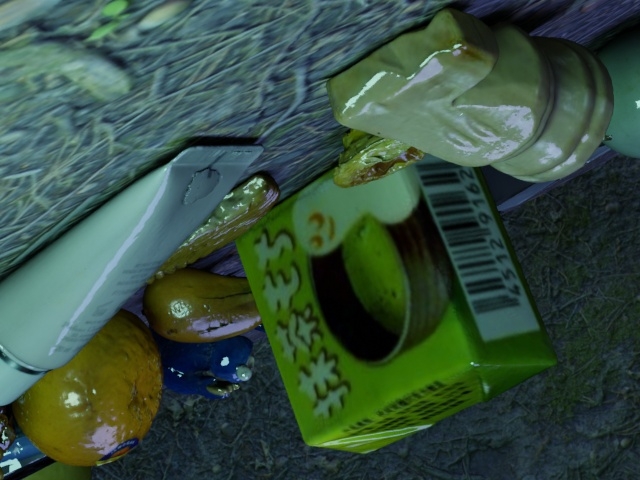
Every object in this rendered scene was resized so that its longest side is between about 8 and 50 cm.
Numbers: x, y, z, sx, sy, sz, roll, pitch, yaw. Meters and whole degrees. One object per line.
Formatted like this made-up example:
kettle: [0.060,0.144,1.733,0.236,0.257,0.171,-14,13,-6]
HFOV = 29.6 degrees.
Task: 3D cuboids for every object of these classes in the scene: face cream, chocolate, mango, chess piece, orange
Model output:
face cream: [-0.182,0.023,1.000,0.314,0.089,0.143,-38,169,19]
chocolate: [0.065,0.056,1.321,0.289,0.300,0.137,-32,159,36]
mango: [-0.130,0.082,1.427,0.159,0.084,0.105,9,158,-10]
chess piece: [0.128,-0.122,1.014,0.137,0.137,0.301,-31,161,33]
orange: [-0.253,0.155,1.316,0.155,0.177,0.178,19,-159,30]

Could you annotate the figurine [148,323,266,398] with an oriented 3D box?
figurine: [-0.146,0.117,1.553,0.164,0.120,0.262,-43,-156,-22]

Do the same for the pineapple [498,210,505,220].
pineapple: [0.145,0.025,1.773,0.357,0.222,0.223,-40,167,37]

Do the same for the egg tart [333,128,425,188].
egg tart: [0.065,-0.094,1.164,0.130,0.052,0.130,-26,172,-4]

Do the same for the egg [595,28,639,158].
egg: [0.376,-0.168,1.392,0.149,0.149,0.192,-29,173,14]

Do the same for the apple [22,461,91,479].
apple: [-0.461,0.348,1.734,0.258,0.233,0.295,-20,171,-32]

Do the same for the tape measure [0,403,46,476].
tape measure: [-0.384,0.219,1.467,0.262,0.138,0.259,-27,175,-3]

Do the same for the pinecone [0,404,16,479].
pinecone: [-0.381,0.184,1.169,0.174,0.173,0.173,-27,173,-3]

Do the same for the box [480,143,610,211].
box: [0.322,-0.126,1.789,0.225,0.086,0.129,-32,171,39]

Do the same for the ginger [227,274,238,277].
ginger: [-0.186,0.124,1.838,0.122,0.084,0.290,-48,180,-27]

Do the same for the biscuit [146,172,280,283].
biscuit: [-0.129,-0.002,1.205,0.176,0.031,0.229,-24,173,-38]
